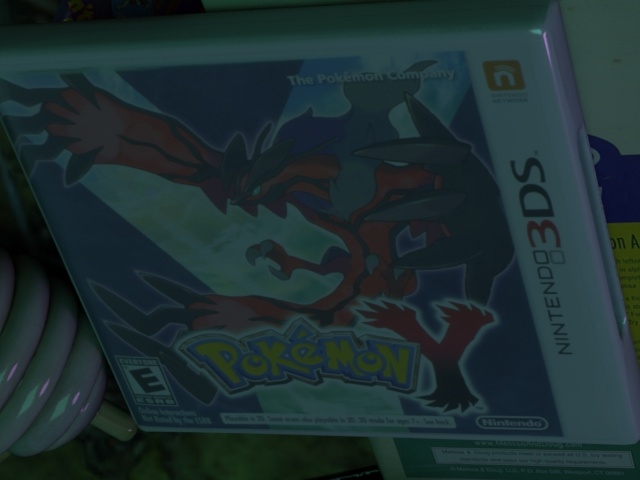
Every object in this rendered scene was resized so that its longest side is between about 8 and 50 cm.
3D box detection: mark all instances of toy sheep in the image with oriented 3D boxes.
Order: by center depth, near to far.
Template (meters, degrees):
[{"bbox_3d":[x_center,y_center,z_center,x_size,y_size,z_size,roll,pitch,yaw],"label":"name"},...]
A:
[{"bbox_3d":[-0.128,0.045,0.754,0.132,0.091,0.091,27,111,-27],"label":"toy sheep"}]

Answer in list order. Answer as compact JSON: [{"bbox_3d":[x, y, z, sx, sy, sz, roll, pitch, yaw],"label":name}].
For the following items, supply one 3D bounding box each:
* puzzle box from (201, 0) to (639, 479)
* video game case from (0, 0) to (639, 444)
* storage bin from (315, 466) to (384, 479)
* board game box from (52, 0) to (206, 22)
[{"bbox_3d":[0.179,-0.024,0.640,0.409,0.052,0.272,-2,131,22],"label":"puzzle box"},{"bbox_3d":[0.000,0.000,0.678,0.201,0.023,0.183,0,131,23],"label":"video game case"},{"bbox_3d":[0.037,0.166,0.757,0.122,0.180,0.084,-13,114,3],"label":"storage bin"},{"bbox_3d":[-0.026,-0.047,0.742,0.133,0.033,0.169,-20,113,6],"label":"board game box"}]
